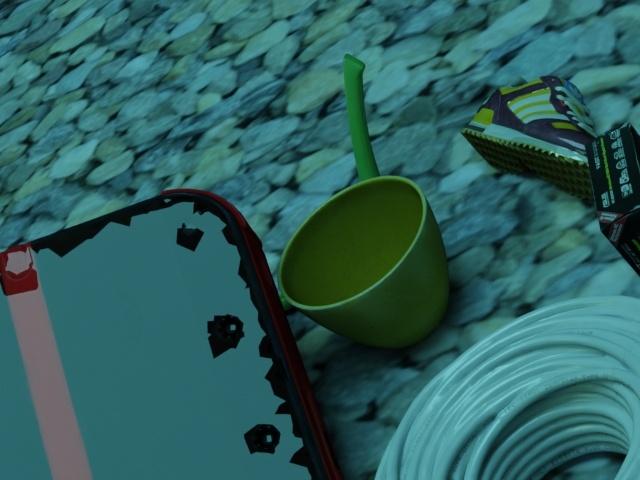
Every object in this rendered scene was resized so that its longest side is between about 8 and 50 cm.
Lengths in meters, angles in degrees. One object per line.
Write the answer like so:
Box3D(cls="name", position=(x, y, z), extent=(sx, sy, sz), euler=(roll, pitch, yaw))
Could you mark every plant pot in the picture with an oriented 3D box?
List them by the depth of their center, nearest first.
Box3D(cls="plant pot", position=(0.048, 0.031, 1.280), extent=(0.134, 0.095, 0.134), euler=(-26, 35, 20))

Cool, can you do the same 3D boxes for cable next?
Box3D(cls="cable", position=(0.154, 0.155, 1.039), extent=(0.257, 0.089, 0.257), euler=(-45, 33, -10))

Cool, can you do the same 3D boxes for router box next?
Box3D(cls="router box", position=(0.231, -0.009, 1.122), extent=(0.038, 0.122, 0.092), euler=(-29, 34, 24))

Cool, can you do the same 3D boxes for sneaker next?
Box3D(cls="sneaker", position=(0.190, -0.092, 1.308), extent=(0.084, 0.069, 0.185), euler=(-52, 36, -9))

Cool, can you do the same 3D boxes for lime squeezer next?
Box3D(cls="lime squeezer", position=(0.000, 0.000, 1.364), extent=(0.310, 0.110, 0.059), euler=(-59, 22, 30))

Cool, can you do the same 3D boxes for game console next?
Box3D(cls="game console", position=(-0.168, 0.159, 1.191), extent=(0.342, 0.060, 0.387), euler=(-21, 58, 0))
